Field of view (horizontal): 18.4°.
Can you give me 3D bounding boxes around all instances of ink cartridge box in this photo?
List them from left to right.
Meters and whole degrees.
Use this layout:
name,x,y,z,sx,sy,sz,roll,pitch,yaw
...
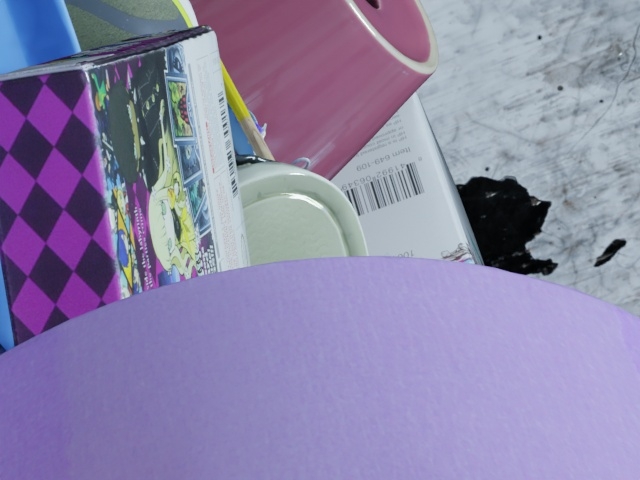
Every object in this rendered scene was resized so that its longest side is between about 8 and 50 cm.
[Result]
name,x,y,z,sx,sy,sz,roll,pitch,yaw
ink cartridge box,0.030,0.077,1.373,0.197,0.198,0.270,62,10,-52

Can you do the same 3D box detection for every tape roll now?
name,x,y,z,sx,sy,sz,roll,pitch,yaw
tape roll,0.001,0.136,0.511,0.090,0.275,0.275,-103,170,-49

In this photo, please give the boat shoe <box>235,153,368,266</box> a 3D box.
name,x,y,z,sx,sy,sz,roll,pitch,yaw
boat shoe,-0.039,0.117,0.905,0.113,0.127,0.340,31,-46,55

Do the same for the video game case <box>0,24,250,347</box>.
name,x,y,z,sx,sy,sz,roll,pitch,yaw
video game case,-0.055,0.047,0.680,0.210,0.042,0.232,-55,138,-78

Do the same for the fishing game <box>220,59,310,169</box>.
name,x,y,z,sx,sy,sz,roll,pitch,yaw
fishing game,0.000,0.000,1.088,0.189,0.041,0.264,62,-1,32

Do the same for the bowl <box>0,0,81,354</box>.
name,x,y,z,sx,sy,sz,roll,pitch,yaw
bowl,-0.174,-0.103,0.712,0.391,0.077,0.391,-21,90,-85

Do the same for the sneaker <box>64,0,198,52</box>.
name,x,y,z,sx,sy,sz,roll,pitch,yaw
sneaker,-0.097,-0.038,1.074,0.121,0.111,0.300,-99,165,-51

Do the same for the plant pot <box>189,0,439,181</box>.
name,x,y,z,sx,sy,sz,roll,pitch,yaw
plant pot,-0.034,-0.110,1.242,0.201,0.180,0.201,45,25,-28
